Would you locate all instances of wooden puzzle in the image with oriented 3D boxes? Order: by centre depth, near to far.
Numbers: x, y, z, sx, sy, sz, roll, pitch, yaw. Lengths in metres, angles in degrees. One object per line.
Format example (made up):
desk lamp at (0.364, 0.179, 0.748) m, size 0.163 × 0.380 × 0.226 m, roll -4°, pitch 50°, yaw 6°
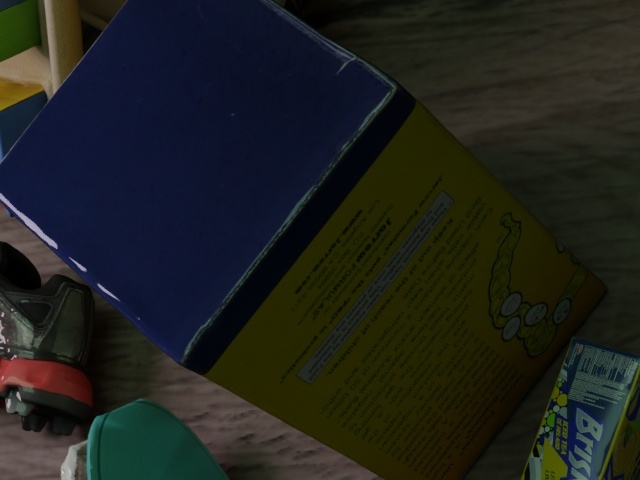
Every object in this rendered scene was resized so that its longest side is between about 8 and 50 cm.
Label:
wooden puzzle at (-0.281, -0.180, 1.486) m, size 0.080 × 0.322 × 0.348 m, roll -25°, pitch 51°, yaw -23°

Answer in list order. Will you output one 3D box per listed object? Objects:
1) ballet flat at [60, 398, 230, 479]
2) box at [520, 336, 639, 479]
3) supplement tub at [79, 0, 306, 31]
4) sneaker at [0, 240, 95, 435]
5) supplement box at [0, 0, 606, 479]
ballet flat at (-0.081, 0.297, 1.298) m, size 0.147 × 0.147 × 0.409 m, roll -38°, pitch 57°, yaw 10°
box at (0.166, 0.153, 1.260) m, size 0.054 × 0.059 × 0.169 m, roll 16°, pitch 78°, yaw 33°
supplement tub at (-0.063, -0.307, 1.475) m, size 0.207 × 0.207 × 0.338 m, roll 18°, pitch 79°, yaw 32°
sneaker at (-0.285, 0.065, 1.511) m, size 0.276 × 0.097 × 0.135 m, roll 5°, pitch 73°, yaw 27°
supplement box at (0.000, 0.000, 1.230) m, size 0.194 × 0.356 × 0.195 m, roll 39°, pitch 91°, yaw 33°
